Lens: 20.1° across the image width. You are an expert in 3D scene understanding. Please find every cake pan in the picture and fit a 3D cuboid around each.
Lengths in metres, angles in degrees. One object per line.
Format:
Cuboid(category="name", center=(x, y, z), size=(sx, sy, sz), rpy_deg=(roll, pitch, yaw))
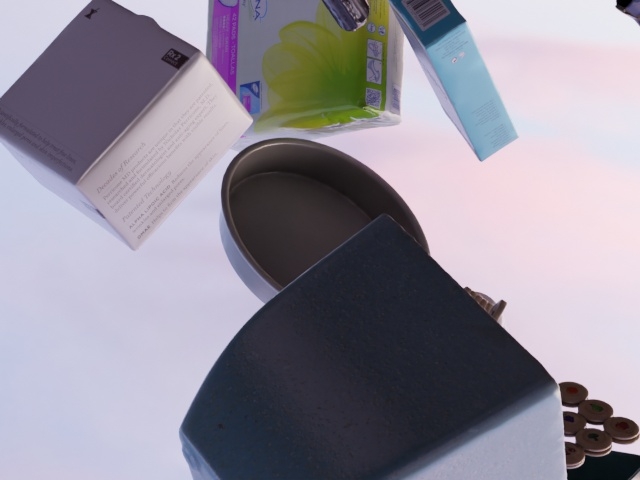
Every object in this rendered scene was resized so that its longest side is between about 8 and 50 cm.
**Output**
Cuboid(category="cake pan", center=(0.000, 0.000, 2.238), size=(0.293, 0.054, 0.293), rpy_deg=(19, -136, -19))

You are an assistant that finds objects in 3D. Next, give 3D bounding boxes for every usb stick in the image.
Cuboid(category="usb stick", center=(-0.027, -0.334, 1.945), size=(0.045, 0.278, 0.077), rpy_deg=(-28, -138, 12))

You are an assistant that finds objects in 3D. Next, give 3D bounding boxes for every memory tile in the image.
Cuboid(category="memory tile", center=(0.232, 0.186, 1.795), size=(0.148, 0.012, 0.113), rpy_deg=(-19, -144, -30))

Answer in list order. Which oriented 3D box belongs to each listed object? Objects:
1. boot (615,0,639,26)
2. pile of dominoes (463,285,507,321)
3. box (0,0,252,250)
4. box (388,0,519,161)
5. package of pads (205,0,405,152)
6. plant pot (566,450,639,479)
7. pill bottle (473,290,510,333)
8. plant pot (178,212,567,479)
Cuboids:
Cuboid(category="boot", center=(0.438, -0.349, 2.187), size=(0.106, 0.219, 0.082), rpy_deg=(17, -174, -32))
Cuboid(category="pile of dominoes", center=(0.105, 0.167, 1.973), size=(0.040, 0.251, 0.196), rpy_deg=(35, 154, -4))
Cuboid(category="box", center=(-0.199, -0.118, 1.769), size=(0.181, 0.182, 0.119), rpy_deg=(32, 166, 42))
Cuboid(category="box", center=(0.161, -0.204, 2.161), size=(0.060, 0.244, 0.100), rpy_deg=(-33, -127, 1))
Cuboid(category="package of pads", center=(-0.021, -0.247, 2.320), size=(0.296, 0.229, 0.101), rpy_deg=(-7, 166, 42))
Cuboid(category="plant pot", center=(0.242, 0.352, 1.905), size=(0.165, 0.234, 0.165), rpy_deg=(6, -162, 29))
Cuboid(category="pill bottle", center=(0.220, 0.127, 2.606), size=(0.094, 0.094, 0.169), rpy_deg=(15, 167, 16))
Cuboid(category="plant pot", center=(0.032, 0.183, 1.499), size=(0.252, 0.248, 0.247), rpy_deg=(-30, -132, -17))
